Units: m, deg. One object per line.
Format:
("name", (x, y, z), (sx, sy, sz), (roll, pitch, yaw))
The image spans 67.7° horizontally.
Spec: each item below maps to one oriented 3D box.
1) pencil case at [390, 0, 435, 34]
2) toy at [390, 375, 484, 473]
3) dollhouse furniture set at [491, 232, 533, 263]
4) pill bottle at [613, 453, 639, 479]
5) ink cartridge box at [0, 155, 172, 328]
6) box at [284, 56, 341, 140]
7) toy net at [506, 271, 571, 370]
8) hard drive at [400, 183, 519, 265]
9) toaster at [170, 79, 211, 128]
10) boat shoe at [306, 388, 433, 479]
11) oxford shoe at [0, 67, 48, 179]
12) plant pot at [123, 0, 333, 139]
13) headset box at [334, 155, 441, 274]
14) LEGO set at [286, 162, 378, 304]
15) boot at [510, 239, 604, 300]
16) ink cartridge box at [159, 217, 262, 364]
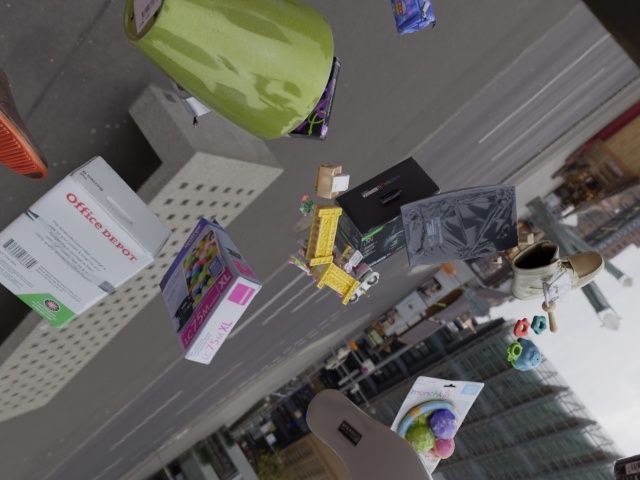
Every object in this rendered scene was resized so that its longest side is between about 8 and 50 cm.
("pencil case", (0.271, -0.807, 1.488), (0.119, 0.306, 0.133), (-22, -161, -14))
("toy", (0.181, 0.341, 0.804), (0.137, 0.056, 0.237), (12, 115, -24))
("dollhouse furniture set", (0.552, 0.017, 1.353), (0.114, 0.091, 0.081), (-4, -179, 39))
("pill bottle", (0.549, 0.332, 0.637), (0.246, 0.130, 0.130), (-37, 168, 35))
("ink cartridge box", (-0.472, 0.008, 0.929), (0.289, 0.211, 0.121), (-32, -158, 18))
("box", (-0.031, -0.284, 0.944), (0.029, 0.116, 0.162), (20, 81, -67))
("toy net", (0.462, 0.164, 1.025), (0.232, 0.122, 0.045), (-63, -156, -10))
("hard drive", (0.317, -0.039, 1.099), (0.255, 0.172, 0.054), (-11, -156, 6))
("toaster", (-0.295, -0.417, 1.212), (0.168, 0.185, 0.110), (-26, 169, 0))
("boat shoe", (0.064, 0.245, 0.539), (0.078, 0.070, 0.219), (-48, -151, -8))
("oxford shoe", (-0.536, -0.225, 0.793), (0.097, 0.098, 0.271), (-3, 133, 20))
("plant pot", (-0.174, -0.353, 0.841), (0.275, 0.274, 0.294), (-43, 148, 27))
("headset box", (0.170, -0.065, 1.291), (0.246, 0.131, 0.283), (-29, 157, -13))
("LEGO set", (0.000, 0.000, 0.815), (0.132, 0.107, 0.287), (-41, 133, -21))
("boot", (0.532, 0.052, 1.066), (0.213, 0.077, 0.165), (-21, 143, 10))
("ink cartridge box", (-0.239, 0.078, 0.962), (0.065, 0.311, 0.185), (29, 99, -35))
